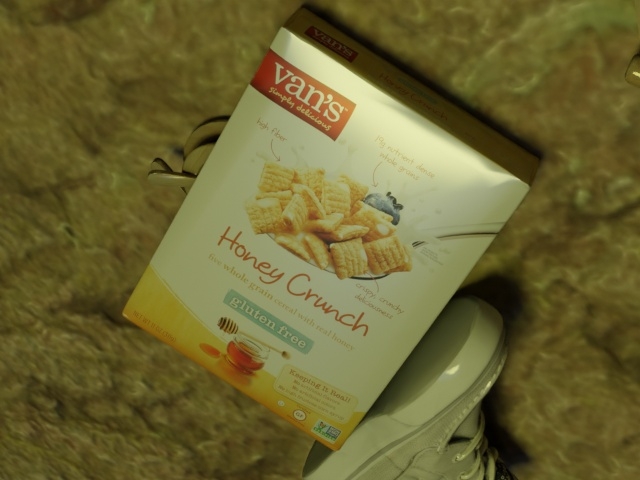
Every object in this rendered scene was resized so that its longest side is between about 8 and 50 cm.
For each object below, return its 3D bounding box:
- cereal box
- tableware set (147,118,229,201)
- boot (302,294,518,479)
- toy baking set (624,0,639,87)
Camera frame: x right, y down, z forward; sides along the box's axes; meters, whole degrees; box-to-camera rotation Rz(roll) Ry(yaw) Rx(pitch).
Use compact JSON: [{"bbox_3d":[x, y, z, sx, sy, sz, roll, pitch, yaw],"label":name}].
[{"bbox_3d":[0.000,0.000,0.849,0.173,0.047,0.240,32,122,1],"label":"cereal box"},{"bbox_3d":[-0.022,0.003,0.911,0.194,0.039,0.128,48,135,-15],"label":"tableware set"},{"bbox_3d":[0.091,0.133,0.937,0.123,0.095,0.258,31,146,-6],"label":"boot"},{"bbox_3d":[0.234,-0.124,0.660,0.256,0.030,0.196,22,133,12],"label":"toy baking set"}]
